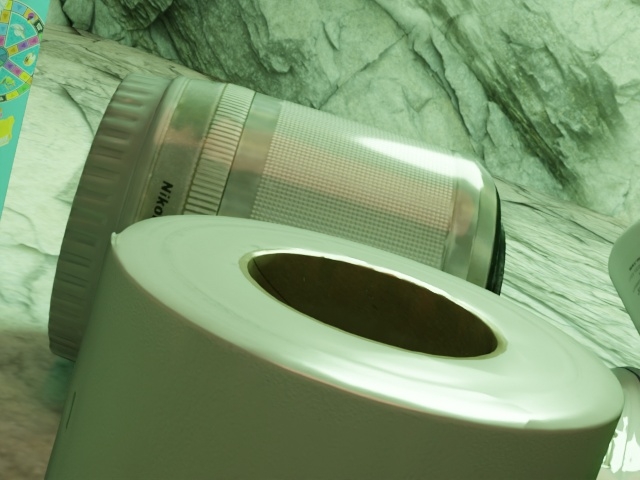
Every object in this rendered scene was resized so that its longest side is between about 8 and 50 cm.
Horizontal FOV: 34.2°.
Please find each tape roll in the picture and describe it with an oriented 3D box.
[{"bbox_3d":[0.001,0.105,0.500,0.246,0.169,0.246,17,13,-4],"label":"tape roll"}]

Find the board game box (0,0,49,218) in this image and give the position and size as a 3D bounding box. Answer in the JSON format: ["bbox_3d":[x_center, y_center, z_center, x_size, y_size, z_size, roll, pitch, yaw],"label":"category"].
[{"bbox_3d":[-0.300,-0.128,0.718,0.079,0.336,0.254,20,13,15],"label":"board game box"}]

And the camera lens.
[{"bbox_3d":[-0.025,0.016,0.727,0.274,0.219,0.219,16,13,-4],"label":"camera lens"}]

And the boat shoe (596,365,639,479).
[{"bbox_3d":[0.221,0.146,0.799,0.076,0.083,0.226,18,13,1],"label":"boat shoe"}]

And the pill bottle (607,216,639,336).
[{"bbox_3d":[0.329,0.083,0.816,0.131,0.131,0.229,10,44,-29],"label":"pill bottle"}]
